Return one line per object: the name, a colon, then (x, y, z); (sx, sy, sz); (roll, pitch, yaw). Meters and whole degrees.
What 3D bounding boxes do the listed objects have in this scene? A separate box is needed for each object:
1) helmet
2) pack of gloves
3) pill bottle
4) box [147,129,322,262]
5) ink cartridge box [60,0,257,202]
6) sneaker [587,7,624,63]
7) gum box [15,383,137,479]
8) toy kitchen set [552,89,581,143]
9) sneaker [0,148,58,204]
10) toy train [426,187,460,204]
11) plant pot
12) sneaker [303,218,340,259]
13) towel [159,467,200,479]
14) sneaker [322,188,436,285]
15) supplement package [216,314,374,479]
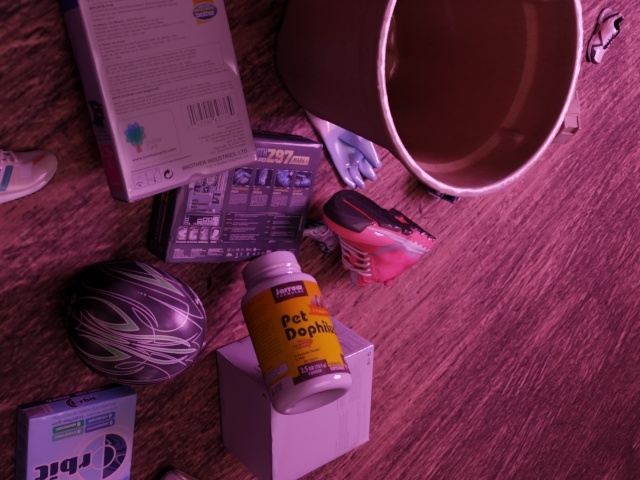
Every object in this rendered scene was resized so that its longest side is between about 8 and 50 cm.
helmet: (-0.237, 0.108, 1.045); (0.169, 0.161, 0.170); (-20, 122, -34)
pack of gloves: (0.085, -0.200, 1.268); (0.195, 0.046, 0.232); (-45, 133, -15)
pill bottle: (-0.041, 0.127, 1.147); (0.117, 0.215, 0.117); (-18, 156, -8)
box: (-0.117, -0.064, 1.142); (0.232, 0.059, 0.184); (-1, 111, -41)
ink cartridge box: (-0.193, -0.220, 0.962); (0.185, 0.065, 0.311); (-21, 109, -34)
sneaker: (0.562, -0.401, 1.599); (0.040, 0.043, 0.109); (-3, 114, -43)
gum box: (-0.341, 0.301, 1.132); (0.156, 0.041, 0.185); (-7, 115, -40)
toy kitchen set: (0.465, -0.246, 1.603); (0.068, 0.075, 0.083); (3, 72, -5)
sneaker: (-0.373, -0.081, 0.904); (0.161, 0.057, 0.075); (-25, 131, -28)
toy train: (0.252, -0.148, 1.421); (0.105, 0.080, 0.184); (26, 91, -51)
plant pot: (0.113, -0.251, 1.063); (0.333, 0.305, 0.334); (-12, 111, -32)
sneaker: (0.000, 0.000, 1.293); (0.098, 0.038, 0.069); (-13, 117, -37)
towel: (-0.248, 0.565, 1.338); (0.332, 0.053, 0.317); (-53, 135, -9)
sneaker: (0.084, 0.016, 1.295); (0.136, 0.116, 0.314); (-56, 152, 9)
supplement package: (-0.040, 0.249, 1.299); (0.203, 0.149, 0.194); (-19, 122, -35)
